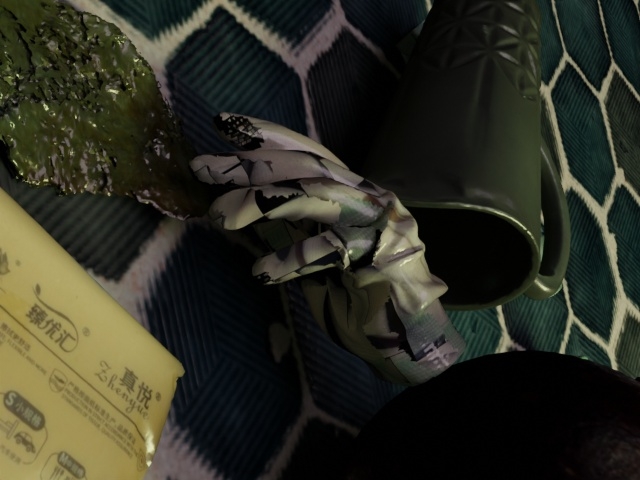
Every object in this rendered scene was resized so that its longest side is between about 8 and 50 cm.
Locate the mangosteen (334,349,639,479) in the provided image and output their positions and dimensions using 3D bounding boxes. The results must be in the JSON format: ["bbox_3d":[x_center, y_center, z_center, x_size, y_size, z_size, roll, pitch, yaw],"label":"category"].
[{"bbox_3d":[0.129,0.244,0.723,0.347,0.307,0.307,-50,123,-14],"label":"mangosteen"}]

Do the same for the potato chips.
[{"bbox_3d":[-0.143,-0.078,0.673,0.209,0.026,0.142,54,42,-27],"label":"potato chips"}]

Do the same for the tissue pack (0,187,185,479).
[{"bbox_3d":[-0.181,0.067,0.506,0.222,0.090,0.186,47,45,-32],"label":"tissue pack"}]

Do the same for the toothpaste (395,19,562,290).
[{"bbox_3d":[0.156,-0.072,1.071,0.297,0.048,0.075,60,39,-16],"label":"toothpaste"}]

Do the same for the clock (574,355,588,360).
[{"bbox_3d":[0.267,0.224,1.092,0.211,0.066,0.159,46,45,-36],"label":"clock"}]

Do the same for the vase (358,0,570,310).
[{"bbox_3d":[0.126,-0.083,0.924,0.251,0.156,0.301,36,49,-25],"label":"vase"}]

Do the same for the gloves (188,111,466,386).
[{"bbox_3d":[0.007,-0.004,0.735,0.212,0.111,0.127,60,11,-11],"label":"gloves"}]
